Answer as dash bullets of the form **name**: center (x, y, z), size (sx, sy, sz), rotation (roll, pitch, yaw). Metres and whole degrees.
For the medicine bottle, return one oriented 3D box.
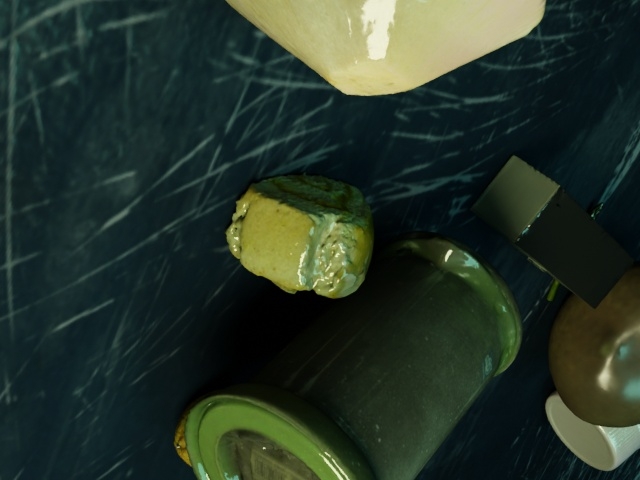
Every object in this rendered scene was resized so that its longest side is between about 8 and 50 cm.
- **medicine bottle**: center (0.520, 0.239, 1.513), size (0.273, 0.165, 0.165), rotation (-32, 139, -19)

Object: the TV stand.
- **TV stand**: center (0.293, -0.004, 1.134), size (0.088, 0.083, 0.270), rotation (-52, 139, 8)

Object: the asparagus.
- **asparagus**: center (0.350, 0.015, 1.273), size (0.016, 0.016, 0.162), rotation (11, 116, -20)

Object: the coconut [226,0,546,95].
- **coconut**: center (0.045, -0.200, 0.609), size (0.236, 0.237, 0.197), rotation (-53, 146, 4)

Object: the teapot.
- **teapot**: center (0.053, 0.158, 0.899), size (0.337, 0.200, 0.270), rotation (-40, 144, -42)

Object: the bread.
- **bread**: center (0.005, 0.000, 0.843), size (0.156, 0.110, 0.103), rotation (-3, 116, -46)

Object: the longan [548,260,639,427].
- **longan**: center (0.439, 0.153, 1.314), size (0.246, 0.215, 0.245), rotation (-11, 105, -48)

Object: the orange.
- **orange**: center (-0.101, 0.192, 0.918), size (0.095, 0.085, 0.085), rotation (-7, 126, -33)
